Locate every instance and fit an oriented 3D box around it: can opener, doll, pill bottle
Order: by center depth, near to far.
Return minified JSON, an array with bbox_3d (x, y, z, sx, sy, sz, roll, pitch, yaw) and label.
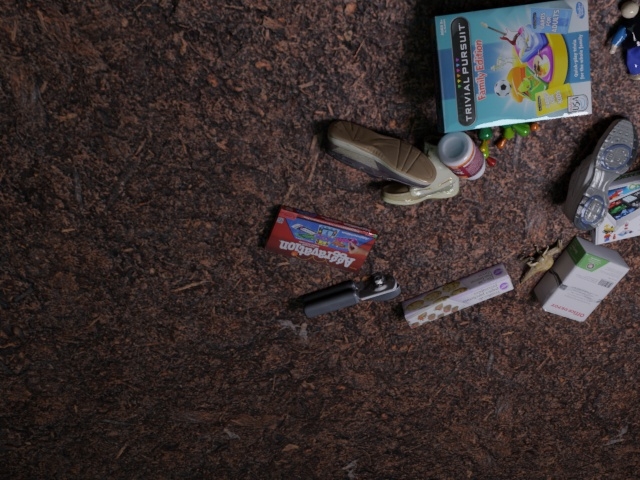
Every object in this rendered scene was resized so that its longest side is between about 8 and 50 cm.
[{"bbox_3d":[0.731,-0.466,1.538,0.129,0.046,0.189,-24,125,10],"label":"doll"},{"bbox_3d":[0.342,-0.197,1.585,0.086,0.086,0.152,-35,152,19],"label":"pill bottle"},{"bbox_3d":[0.092,0.171,1.919,0.283,0.076,0.095,-18,125,9],"label":"can opener"}]

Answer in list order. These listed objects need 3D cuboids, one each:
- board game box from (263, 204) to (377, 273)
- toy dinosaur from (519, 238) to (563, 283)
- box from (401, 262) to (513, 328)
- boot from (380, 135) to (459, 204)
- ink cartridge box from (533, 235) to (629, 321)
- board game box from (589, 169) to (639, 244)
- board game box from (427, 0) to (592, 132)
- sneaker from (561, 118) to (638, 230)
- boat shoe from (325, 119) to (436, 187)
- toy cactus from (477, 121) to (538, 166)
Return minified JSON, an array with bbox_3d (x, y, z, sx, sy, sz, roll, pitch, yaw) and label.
[{"bbox_3d":[0.000,0.000,1.814,0.281,0.027,0.145,14,125,-16],"label":"board game box"},{"bbox_3d":[0.624,0.067,1.912,0.092,0.053,0.183,25,120,-24],"label":"toy dinosaur"},{"bbox_3d":[0.399,0.163,1.951,0.324,0.067,0.063,-23,125,11],"label":"box"},{"bbox_3d":[0.254,-0.179,1.678,0.213,0.077,0.165,-9,128,-8],"label":"boot"},{"bbox_3d":[0.757,0.116,1.936,0.160,0.093,0.219,19,122,-18],"label":"ink cartridge box"},{"bbox_3d":[0.898,-0.107,1.812,0.305,0.053,0.193,-13,127,3],"label":"board game box"},{"bbox_3d":[0.424,-0.389,1.483,0.336,0.079,0.254,-8,102,-1],"label":"board game box"},{"bbox_3d":[0.706,-0.178,1.711,0.111,0.129,0.297,21,103,-17],"label":"sneaker"},{"bbox_3d":[0.143,-0.198,1.621,0.285,0.103,0.092,23,142,1],"label":"boat shoe"},{"bbox_3d":[0.430,-0.294,1.609,0.180,0.112,0.219,29,127,-13],"label":"toy cactus"}]
